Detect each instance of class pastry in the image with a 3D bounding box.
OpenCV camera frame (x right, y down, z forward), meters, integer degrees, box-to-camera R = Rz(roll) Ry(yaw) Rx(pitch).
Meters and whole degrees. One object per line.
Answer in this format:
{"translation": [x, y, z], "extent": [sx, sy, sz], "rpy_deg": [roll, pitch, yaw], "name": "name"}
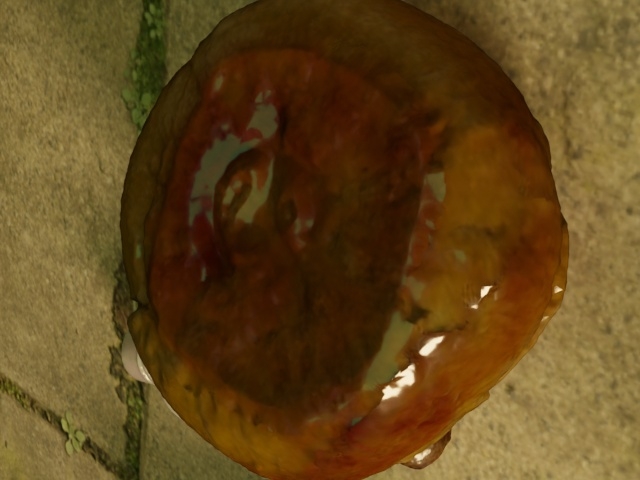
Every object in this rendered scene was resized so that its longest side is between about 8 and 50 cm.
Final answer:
{"translation": [0.000, 0.000, 0.661], "extent": [0.356, 0.164, 0.356], "rpy_deg": [-1, 88, 40], "name": "pastry"}

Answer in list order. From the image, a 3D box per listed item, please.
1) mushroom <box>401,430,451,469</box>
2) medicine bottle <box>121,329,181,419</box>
{"translation": [0.031, 0.108, 0.765], "extent": [0.187, 0.060, 0.061], "rpy_deg": [46, 141, 31], "name": "mushroom"}
{"translation": [-0.101, 0.110, 0.870], "extent": [0.183, 0.069, 0.119], "rpy_deg": [3, 106, 40], "name": "medicine bottle"}
